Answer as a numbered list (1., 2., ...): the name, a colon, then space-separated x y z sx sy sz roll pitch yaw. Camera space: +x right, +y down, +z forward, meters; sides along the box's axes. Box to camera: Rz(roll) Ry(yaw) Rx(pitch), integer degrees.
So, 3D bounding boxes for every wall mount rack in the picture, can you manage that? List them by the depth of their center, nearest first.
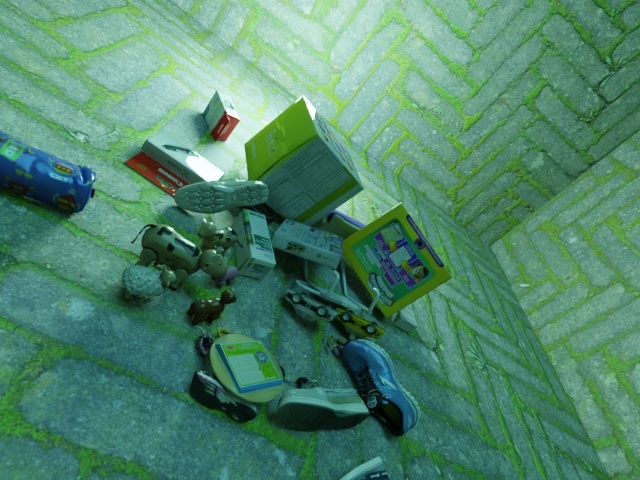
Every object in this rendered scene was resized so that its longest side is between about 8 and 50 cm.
1. wall mount rack: 0.055 0.152 1.519 0.350 0.130 0.304 25 3 -31

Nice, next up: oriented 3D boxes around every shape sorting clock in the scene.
1. shape sorting clock: -0.182 0.315 0.996 0.206 0.040 0.206 35 22 -16

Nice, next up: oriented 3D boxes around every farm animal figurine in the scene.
1. farm animal figurine: -0.342 0.044 1.099 0.327 0.172 0.330 25 34 -30

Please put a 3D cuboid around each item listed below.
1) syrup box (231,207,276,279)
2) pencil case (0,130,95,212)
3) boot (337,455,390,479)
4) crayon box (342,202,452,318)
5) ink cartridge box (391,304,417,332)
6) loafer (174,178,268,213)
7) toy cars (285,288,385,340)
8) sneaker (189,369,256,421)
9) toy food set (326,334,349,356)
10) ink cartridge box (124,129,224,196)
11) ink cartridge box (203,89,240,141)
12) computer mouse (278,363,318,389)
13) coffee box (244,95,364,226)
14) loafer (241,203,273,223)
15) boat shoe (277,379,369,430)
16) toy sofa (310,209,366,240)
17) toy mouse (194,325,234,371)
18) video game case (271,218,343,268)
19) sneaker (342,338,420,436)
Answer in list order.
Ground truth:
1. syrup box: -0.231 0.011 1.364 0.093 0.096 0.236 19 36 -35
2. pencil case: -0.713 -0.178 0.979 0.306 0.119 0.133 25 58 -31
3. boot: 0.118 0.621 1.019 0.190 0.069 0.086 10 40 -48
4. crayon box: 0.299 0.082 1.647 0.362 0.313 0.106 57 7 5
5. ink cartridge box: 0.355 0.318 1.733 0.099 0.056 0.135 31 31 -21
6. loafer: -0.340 -0.156 1.385 0.320 0.112 0.111 -5 16 -26
7. toy cars: 0.046 0.272 1.370 0.394 0.087 0.176 25 -1 -27
8. sneaker: -0.229 0.359 0.953 0.178 0.072 0.077 43 16 -18
9. toy food set: 0.061 0.359 1.352 0.122 0.019 0.078 27 32 -42
10. ink cartridge box: -0.503 -0.256 1.415 0.275 0.060 0.239 36 28 -14
11. ink cartridge box: -0.441 -0.547 1.799 0.078 0.134 0.231 12 42 -45
12. computer mouse: -0.089 0.383 1.107 0.242 0.041 0.071 30 31 -24
13. coffee box: -0.078 -0.311 1.655 0.334 0.338 0.337 41 23 -41
14. loafer: -0.265 -0.148 1.548 0.220 0.078 0.080 37 29 -11
15. boat shoe: 0.006 0.440 1.084 0.320 0.118 0.103 23 29 -39
16. toy sofa: 0.138 -0.062 1.815 0.363 0.177 0.150 24 47 -30
17. toy mouse: -0.267 0.285 1.021 0.161 0.031 0.143 36 29 -14
18. video game case: -0.041 0.006 1.493 0.244 0.061 0.269 18 14 0
19. sneaker: 0.179 0.457 1.256 0.330 0.130 0.147 51 27 14
